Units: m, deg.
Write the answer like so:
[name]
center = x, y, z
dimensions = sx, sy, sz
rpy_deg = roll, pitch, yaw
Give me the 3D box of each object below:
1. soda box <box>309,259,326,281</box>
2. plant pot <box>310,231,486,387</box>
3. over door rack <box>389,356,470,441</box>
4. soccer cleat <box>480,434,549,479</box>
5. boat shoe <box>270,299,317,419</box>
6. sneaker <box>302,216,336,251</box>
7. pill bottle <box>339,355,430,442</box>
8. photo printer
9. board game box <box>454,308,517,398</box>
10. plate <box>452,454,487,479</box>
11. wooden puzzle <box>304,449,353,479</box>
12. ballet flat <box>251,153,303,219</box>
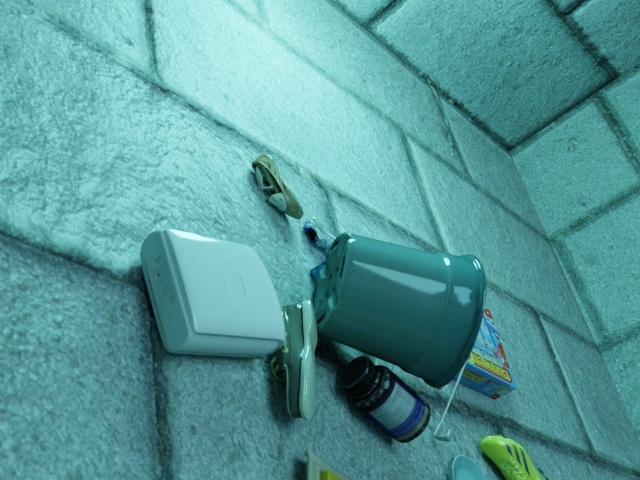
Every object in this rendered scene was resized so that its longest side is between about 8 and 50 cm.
[soda box]
center = 0.059, 0.074, 2.082
dimensions = 0.067, 0.071, 0.210
rpy_deg = 59, 28, 7
[plant pot]
center = 0.169, 0.147, 1.862
dimensions = 0.334, 0.341, 0.341
rpy_deg = 19, 38, -12
[over door rack]
center = 0.278, 0.356, 2.097
dimensions = 0.239, 0.108, 0.324
rpy_deg = 44, 43, -17
[soccer cleat]
center = 0.565, 0.668, 2.197
dimensions = 0.289, 0.093, 0.121
rpy_deg = 45, 36, -17
[boat shoe]
center = -0.058, 0.259, 1.672
dimensions = 0.305, 0.091, 0.109
rpy_deg = -90, 170, -46
[sneaker]
center = 0.000, 0.000, 2.109
dimensions = 0.135, 0.052, 0.058
rpy_deg = 45, 38, -4
[pill bottle]
center = 0.152, 0.376, 1.837
dimensions = 0.219, 0.123, 0.122
rpy_deg = 43, 30, -21
[photo printer]
center = -0.205, 0.116, 1.581
dimensions = 0.308, 0.107, 0.256
rpy_deg = 15, 47, -51
[board game box]
center = 0.467, 0.317, 2.439
dimensions = 0.308, 0.086, 0.301
rpy_deg = 29, 36, -40
[plate]
center = 0.397, 0.657, 2.016
dimensions = 0.188, 0.024, 0.188
rpy_deg = 39, 30, -29
[wooden puzzle]
center = 0.046, 0.558, 1.528
dimensions = 0.221, 0.044, 0.238
rpy_deg = 43, 28, -34
[ballet flat]
center = -0.122, -0.136, 2.059
dimensions = 0.067, 0.073, 0.206
rpy_deg = -25, 76, -35
